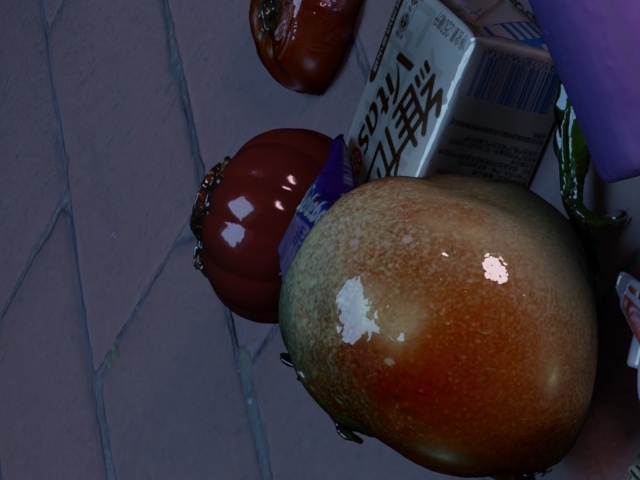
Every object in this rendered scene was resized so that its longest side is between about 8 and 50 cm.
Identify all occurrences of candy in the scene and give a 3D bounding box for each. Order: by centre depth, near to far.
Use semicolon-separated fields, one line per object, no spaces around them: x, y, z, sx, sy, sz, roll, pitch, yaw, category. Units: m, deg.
0.000;0.000;1.964;0.275;0.070;0.145;-88;19;-67;candy

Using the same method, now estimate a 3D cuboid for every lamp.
-0.035;-0.015;2.210;0.227;0.226;0.227;-37;47;54;lamp

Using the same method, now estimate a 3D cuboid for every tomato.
0.122;0.064;1.753;0.239;0.303;0.303;-68;27;17;tomato
-0.031;-0.295;2.439;0.228;0.101;0.228;-30;56;58;tomato

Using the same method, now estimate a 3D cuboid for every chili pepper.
0.264;-0.187;1.821;0.076;0.084;0.359;4;-88;-73;chili pepper

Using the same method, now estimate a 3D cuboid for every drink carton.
0.117;-0.090;2.008;0.325;0.132;0.194;-70;26;19;drink carton

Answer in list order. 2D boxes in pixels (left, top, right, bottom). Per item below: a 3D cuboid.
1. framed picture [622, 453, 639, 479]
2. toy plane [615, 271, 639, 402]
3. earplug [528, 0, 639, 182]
0.278;0.333;1.621;0.217;0.017;0.274;-69;27;18;framed picture
0.313;0.059;1.557;0.252;0.118;0.252;-171;90;-66;toy plane
0.222;-0.287;1.528;0.215;0.215;0.456;-19;99;61;earplug
